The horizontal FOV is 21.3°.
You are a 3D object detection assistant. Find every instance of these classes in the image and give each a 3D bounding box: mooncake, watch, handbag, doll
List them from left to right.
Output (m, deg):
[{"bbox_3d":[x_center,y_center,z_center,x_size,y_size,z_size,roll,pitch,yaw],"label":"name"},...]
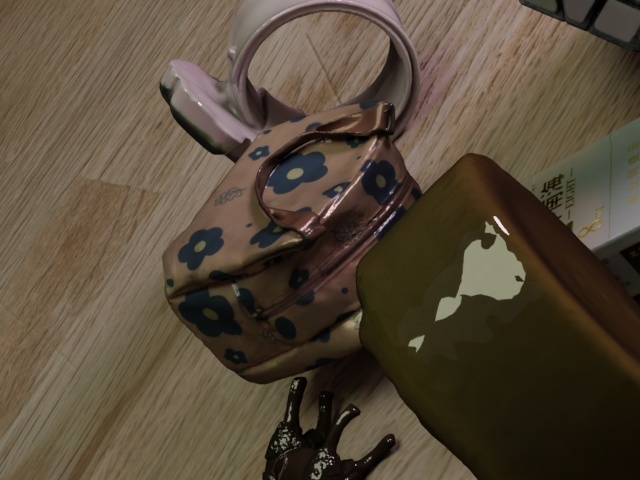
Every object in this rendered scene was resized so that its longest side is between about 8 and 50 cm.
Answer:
[{"bbox_3d":[-0.022,-0.176,1.811,0.231,0.244,0.196,-46,29,21],"label":"watch"},{"bbox_3d":[-0.011,0.218,1.550,0.139,0.057,0.165,20,78,55],"label":"doll"},{"bbox_3d":[0.000,0.000,1.614,0.193,0.190,0.251,-20,27,47],"label":"handbag"},{"bbox_3d":[0.152,0.085,1.259,0.155,0.284,0.284,-42,31,12],"label":"mooncake"}]

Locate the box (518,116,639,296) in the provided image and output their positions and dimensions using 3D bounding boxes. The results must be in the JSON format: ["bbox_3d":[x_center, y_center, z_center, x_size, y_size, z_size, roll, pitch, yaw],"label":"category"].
[{"bbox_3d":[0.237,-0.013,1.451,0.243,0.067,0.155,-30,28,30],"label":"box"}]

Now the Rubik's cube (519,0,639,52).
[{"bbox_3d":[0.304,-0.311,1.507,0.319,0.319,0.264,-56,3,-10],"label":"Rubik's cube"}]
